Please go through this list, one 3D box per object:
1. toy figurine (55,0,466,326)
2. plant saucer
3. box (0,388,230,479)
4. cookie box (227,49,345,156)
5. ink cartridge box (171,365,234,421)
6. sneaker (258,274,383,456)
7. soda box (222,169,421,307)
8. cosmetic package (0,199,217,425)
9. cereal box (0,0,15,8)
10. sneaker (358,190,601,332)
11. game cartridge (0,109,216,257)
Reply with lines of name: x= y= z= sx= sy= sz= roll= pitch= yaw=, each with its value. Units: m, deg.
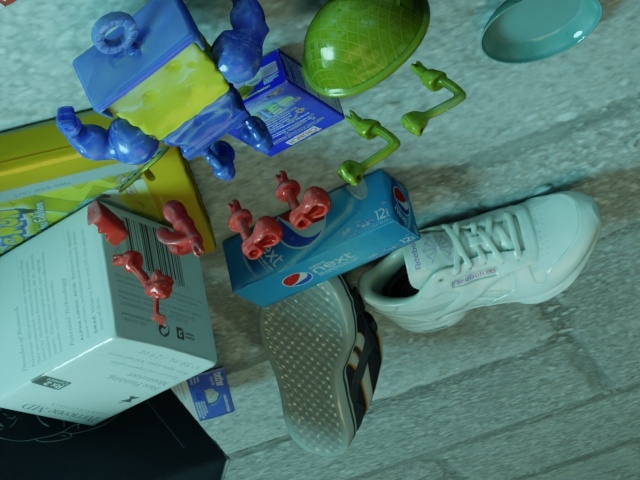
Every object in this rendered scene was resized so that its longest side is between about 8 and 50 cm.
toy figurine: x=-0.091 y=-0.126 z=1.342 sx=0.363 sy=0.191 sz=0.217 roll=-35 pitch=136 yaw=13
plant saucer: x=0.206 y=-0.209 z=1.527 sx=0.119 sy=0.021 sz=0.119 roll=-12 pitch=154 yaw=-6
box: x=-0.353 y=0.261 z=1.739 sx=0.396 sy=0.293 sz=0.212 roll=-13 pitch=133 yaw=-34
cookie box: x=-0.044 y=-0.129 z=1.537 sx=0.092 sy=0.040 sz=0.107 roll=-26 pitch=152 yaw=23
ink cartridge box: x=-0.273 y=0.206 z=2.092 sx=0.311 sy=0.065 sz=0.185 roll=-11 pitch=155 yaw=-2
sneaker: x=0.003 y=0.117 z=2.000 sx=0.126 sy=0.127 sz=0.321 roll=14 pitch=135 yaw=18
soda box: x=0.000 y=0.000 z=1.799 sx=0.210 sy=0.067 sz=0.071 roll=-25 pitch=153 yaw=20
cosmetic package: x=-0.229 y=0.078 z=1.626 sx=0.184 sy=0.151 sz=0.151 roll=-29 pitch=150 yaw=30
cereal box: x=-0.203 y=-0.261 z=1.166 sx=0.240 sy=0.047 sz=0.173 roll=-25 pitch=153 yaw=21
sneaker: x=0.185 y=0.026 z=1.896 sx=0.305 sy=0.114 sz=0.152 roll=-27 pitch=154 yaw=25
game cartridge: x=-0.283 y=-0.023 z=1.620 sx=0.324 sy=0.052 sz=0.285 roll=-16 pitch=155 yaw=-1
